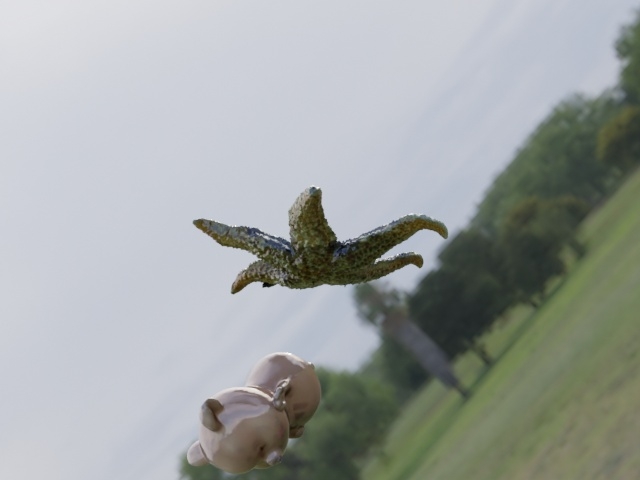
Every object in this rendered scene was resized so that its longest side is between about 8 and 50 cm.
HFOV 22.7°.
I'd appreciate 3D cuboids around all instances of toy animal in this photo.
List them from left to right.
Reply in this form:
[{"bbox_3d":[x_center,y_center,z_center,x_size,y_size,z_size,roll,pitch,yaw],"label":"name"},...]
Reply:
[{"bbox_3d":[-0.051,0.141,1.311,0.150,0.089,0.083,-30,-55,-49],"label":"toy animal"}]

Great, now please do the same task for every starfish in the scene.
[{"bbox_3d":[0.000,0.000,1.283,0.176,0.208,0.053,70,-164,-59],"label":"starfish"}]
